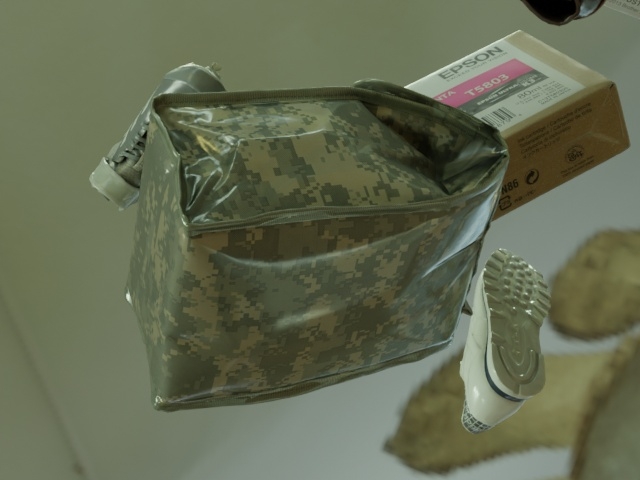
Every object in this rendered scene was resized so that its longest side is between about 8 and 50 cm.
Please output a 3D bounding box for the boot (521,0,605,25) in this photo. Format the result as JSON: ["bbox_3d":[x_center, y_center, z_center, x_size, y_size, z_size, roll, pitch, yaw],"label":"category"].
[{"bbox_3d":[0.150,-0.285,1.607,0.090,0.248,0.207,-38,0,18],"label":"boot"}]

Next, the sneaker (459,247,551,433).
[{"bbox_3d":[0.191,0.104,2.136,0.095,0.090,0.235,-55,13,39],"label":"sneaker"}]

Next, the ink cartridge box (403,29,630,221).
[{"bbox_3d":[0.167,-0.110,2.021,0.235,0.193,0.088,-28,-57,-14],"label":"ink cartridge box"}]

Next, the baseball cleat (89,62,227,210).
[{"bbox_3d":[-0.143,-0.081,1.733,0.072,0.206,0.109,39,-118,-3],"label":"baseball cleat"}]

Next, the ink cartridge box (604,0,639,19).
[{"bbox_3d":[0.341,-0.417,1.895,0.270,0.395,0.151,18,-134,-22],"label":"ink cartridge box"}]

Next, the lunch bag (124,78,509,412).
[{"bbox_3d":[0.000,0.000,1.597,0.287,0.169,0.235,-4,-42,-16],"label":"lunch bag"}]
